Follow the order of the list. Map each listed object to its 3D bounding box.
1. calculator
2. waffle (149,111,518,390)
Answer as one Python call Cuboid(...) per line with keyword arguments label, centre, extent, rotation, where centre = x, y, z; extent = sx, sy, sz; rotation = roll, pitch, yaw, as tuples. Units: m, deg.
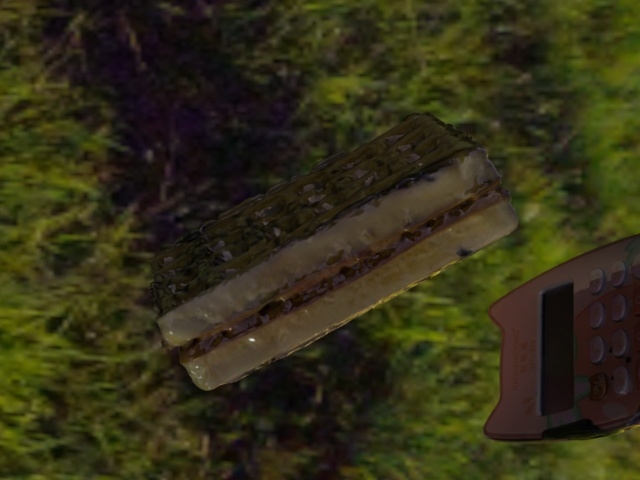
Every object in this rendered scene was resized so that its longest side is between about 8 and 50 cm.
Cuboid(label="calculator", centre=(0.311, 0.096, 1.484), extent=(0.048, 0.329, 0.220), rotation=(36, 46, -34))
Cuboid(label="waffle", centre=(0.000, 0.000, 1.549), extent=(0.114, 0.376, 0.261), rotation=(62, 0, -19))
